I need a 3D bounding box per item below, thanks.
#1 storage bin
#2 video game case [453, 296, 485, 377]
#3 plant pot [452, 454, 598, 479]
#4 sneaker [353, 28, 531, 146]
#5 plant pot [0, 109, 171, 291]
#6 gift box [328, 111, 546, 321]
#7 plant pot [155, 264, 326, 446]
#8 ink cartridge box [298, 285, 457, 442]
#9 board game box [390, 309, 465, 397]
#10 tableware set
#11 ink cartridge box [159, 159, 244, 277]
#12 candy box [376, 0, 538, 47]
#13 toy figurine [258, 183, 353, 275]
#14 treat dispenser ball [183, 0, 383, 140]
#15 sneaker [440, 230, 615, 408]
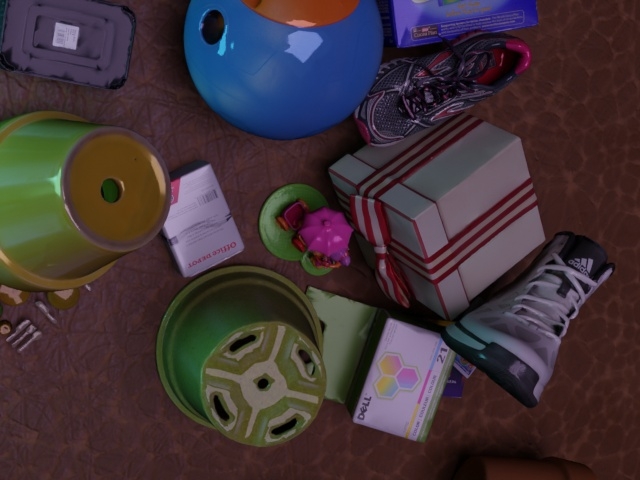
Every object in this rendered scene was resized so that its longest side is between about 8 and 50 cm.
[{"bbox_3d":[-0.365,-0.288,1.429,0.180,0.084,0.122,8,97,-25],"label":"storage bin"},{"bbox_3d":[0.270,0.172,1.779,0.087,0.011,0.122,44,79,-26],"label":"video game case"},{"bbox_3d":[0.343,0.512,1.795,0.203,0.291,0.291,19,92,-9],"label":"plant pot"},{"bbox_3d":[0.183,-0.242,1.534,0.299,0.112,0.121,-32,111,-13],"label":"sneaker"},{"bbox_3d":[-0.335,-0.059,1.358,0.254,0.239,0.254,4,84,-41],"label":"plant pot"},{"bbox_3d":[0.170,-0.046,1.623,0.258,0.276,0.255,-37,125,-17],"label":"gift box"},{"bbox_3d":[-0.102,0.188,1.511,0.276,0.254,0.276,-1,96,-13],"label":"plant pot"},{"bbox_3d":[0.076,0.206,1.672,0.255,0.097,0.188,18,95,-9],"label":"ink cartridge box"},{"bbox_3d":[0.182,0.202,1.778,0.170,0.048,0.141,7,96,-24],"label":"board game box"},{"bbox_3d":[-0.431,0.085,1.506,0.154,0.024,0.104,-43,110,-9],"label":"tableware set"},{"bbox_3d":[-0.199,-0.034,1.559,0.109,0.063,0.150,-27,110,-17],"label":"ink cartridge box"},{"bbox_3d":[0.200,-0.487,1.616,0.268,0.122,0.317,-12,106,-20],"label":"candy box"},{"bbox_3d":[0.000,0.000,1.600,0.130,0.159,0.173,-39,113,-12],"label":"toy figurine"},{"bbox_3d":[-0.053,-0.289,1.451,0.288,0.288,0.288,-5,102,-23],"label":"treat dispenser ball"},{"bbox_3d":[0.330,0.091,1.545,0.169,0.447,0.257,38,97,6],"label":"sneaker"}]
